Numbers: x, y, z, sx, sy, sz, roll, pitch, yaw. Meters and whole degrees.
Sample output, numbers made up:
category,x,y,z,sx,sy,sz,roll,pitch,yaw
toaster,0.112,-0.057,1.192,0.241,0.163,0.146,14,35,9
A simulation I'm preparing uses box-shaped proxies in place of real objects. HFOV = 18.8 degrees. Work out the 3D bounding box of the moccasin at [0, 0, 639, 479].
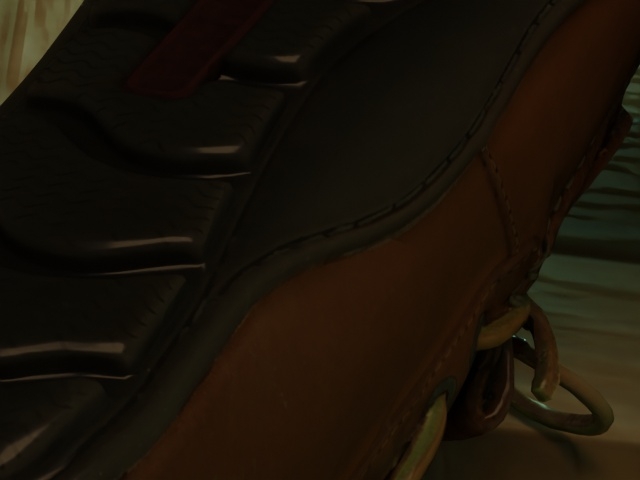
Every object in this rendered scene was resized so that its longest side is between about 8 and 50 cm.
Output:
category,x,y,z,sx,sy,sz,roll,pitch,yaw
moccasin,0.003,0.001,0.490,0.139,0.147,0.380,10,39,19
